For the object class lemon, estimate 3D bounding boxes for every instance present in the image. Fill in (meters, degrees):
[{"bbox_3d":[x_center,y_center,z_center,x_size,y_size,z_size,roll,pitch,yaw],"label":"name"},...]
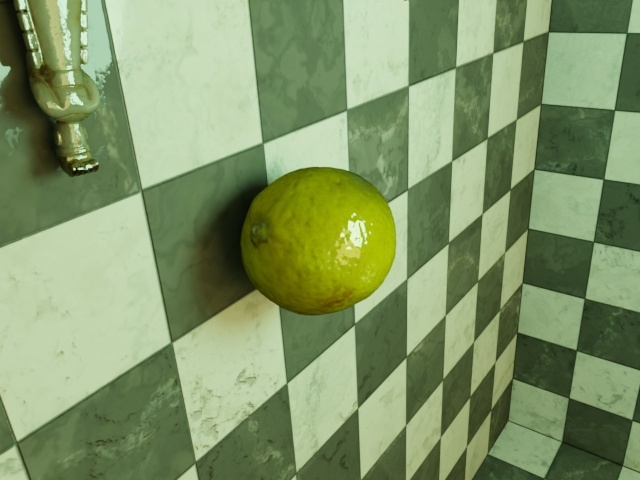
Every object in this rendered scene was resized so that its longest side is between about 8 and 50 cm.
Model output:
[{"bbox_3d":[-0.001,0.001,0.962,0.267,0.267,0.268,-26,123,-48],"label":"lemon"}]

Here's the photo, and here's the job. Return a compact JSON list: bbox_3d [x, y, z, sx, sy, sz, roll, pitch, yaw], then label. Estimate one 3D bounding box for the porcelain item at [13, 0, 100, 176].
[{"bbox_3d":[-0.285,-0.179,0.649,0.084,0.054,0.213,-24,120,-46],"label":"porcelain item"}]
